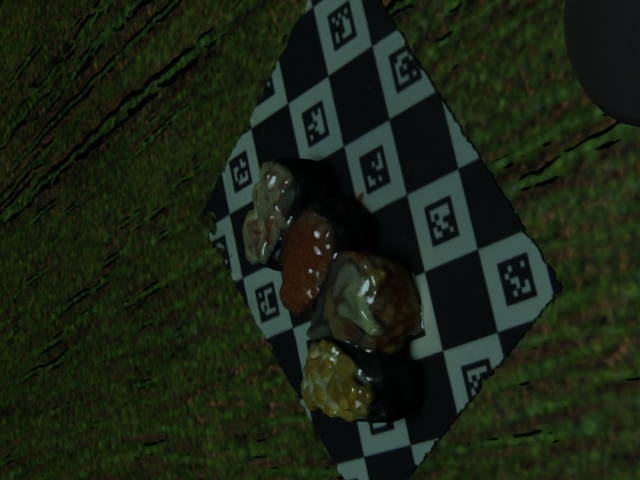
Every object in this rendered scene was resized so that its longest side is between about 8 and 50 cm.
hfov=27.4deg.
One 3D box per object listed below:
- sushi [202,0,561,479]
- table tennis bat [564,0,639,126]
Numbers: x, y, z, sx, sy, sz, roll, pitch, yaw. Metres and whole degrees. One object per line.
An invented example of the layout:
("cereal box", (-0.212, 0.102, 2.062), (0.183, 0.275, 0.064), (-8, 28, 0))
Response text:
("sushi", (0.000, 0.000, 0.838), (0.290, 0.050, 0.264), (61, 137, 31))
("table tennis bat", (0.125, -0.132, 0.596), (0.107, 0.119, 0.170), (39, 125, 45))
